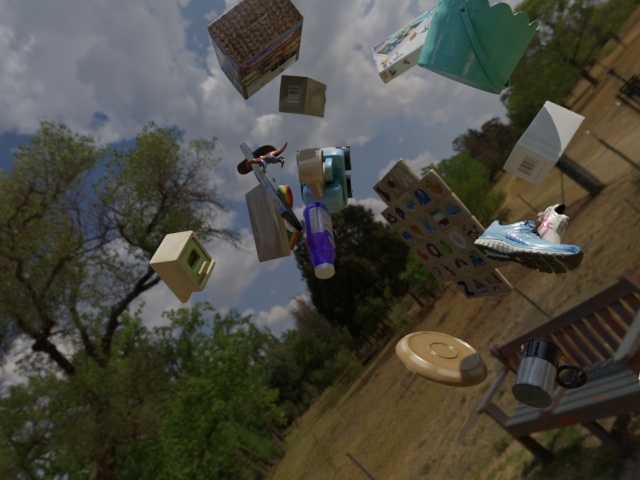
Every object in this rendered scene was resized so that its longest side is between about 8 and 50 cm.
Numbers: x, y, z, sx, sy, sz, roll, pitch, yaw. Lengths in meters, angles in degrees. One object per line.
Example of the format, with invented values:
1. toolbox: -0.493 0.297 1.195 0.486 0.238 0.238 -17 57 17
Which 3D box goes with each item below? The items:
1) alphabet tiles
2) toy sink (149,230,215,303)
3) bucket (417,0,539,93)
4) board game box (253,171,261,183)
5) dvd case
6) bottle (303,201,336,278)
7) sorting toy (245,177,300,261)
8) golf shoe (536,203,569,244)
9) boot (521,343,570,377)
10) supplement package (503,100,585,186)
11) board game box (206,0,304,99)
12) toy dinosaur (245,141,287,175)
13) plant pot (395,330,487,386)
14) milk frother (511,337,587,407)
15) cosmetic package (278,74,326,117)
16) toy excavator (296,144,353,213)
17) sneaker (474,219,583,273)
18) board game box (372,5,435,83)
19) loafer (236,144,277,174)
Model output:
1. alphabet tiles: 0.252 -0.014 0.972 0.011 0.342 0.285 -39 -3 -17
2. toy sink: -0.487 0.103 1.666 0.152 0.131 0.234 -75 -31 -45
3. bucket: 0.403 -0.513 1.188 0.281 0.281 0.183 -24 -42 -61
4. board game box: -0.315 -0.328 2.232 0.020 0.090 0.090 -29 -47 -2
5. dvd case: -0.139 -0.149 1.311 0.022 0.253 0.180 -33 -18 3
6. bottle: 0.000 0.000 1.587 0.092 0.282 0.118 -19 -40 14
7. sorting toy: -0.157 -0.067 1.555 0.089 0.257 0.255 -11 -2 -27
8. golf shoe: 0.705 -0.043 1.362 0.086 0.068 0.186 -45 17 45
9. boot: 0.637 0.395 1.344 0.152 0.197 0.073 -58 22 19
10. supplement package: 0.567 -0.246 1.148 0.179 0.105 0.105 -50 -20 -22
11. board game box: -0.190 -0.589 1.361 0.232 0.141 0.291 -39 4 -5
12. toy dinosaur: -0.122 -0.178 1.001 0.047 0.082 0.090 169 110 -76
13. plant pot: 0.315 0.296 1.171 0.236 0.236 0.032 -25 -52 -61
14. milk frother: 0.522 0.320 1.023 0.134 0.143 0.129 -53 -38 -37
15. cosmetic package: -0.057 -0.506 1.598 0.238 0.107 0.127 -38 -45 -72
16. toy excavator: 0.007 -0.230 1.735 0.445 0.223 0.432 -86 -9 -49
17. sneaker: 0.317 -0.001 0.688 0.063 0.162 0.073 38 -102 -37
18. board game box: 0.330 -0.689 1.559 0.305 0.192 0.053 -27 -47 24
19. loafer: -0.210 -0.264 1.475 0.148 0.056 0.050 -31 10 -12
